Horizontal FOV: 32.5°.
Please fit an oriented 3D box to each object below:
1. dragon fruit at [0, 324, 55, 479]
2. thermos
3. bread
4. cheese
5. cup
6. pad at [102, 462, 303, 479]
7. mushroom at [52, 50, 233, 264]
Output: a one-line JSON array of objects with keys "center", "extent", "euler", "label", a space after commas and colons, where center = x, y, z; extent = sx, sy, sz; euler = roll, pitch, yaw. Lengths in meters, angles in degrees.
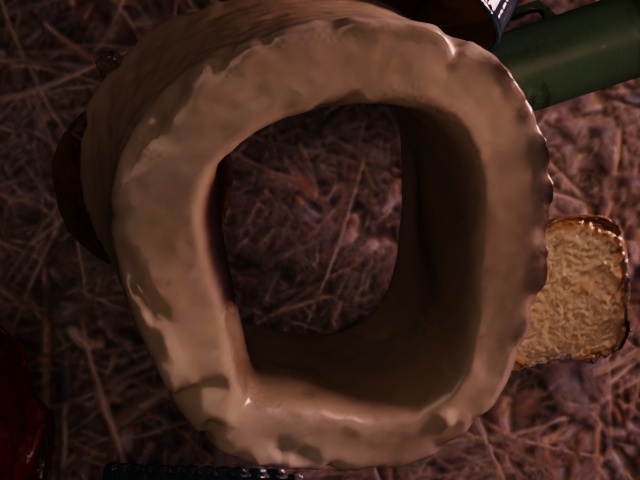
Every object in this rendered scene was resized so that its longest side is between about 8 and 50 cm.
[{"center": [-0.304, 0.125, 0.751], "extent": [0.234, 0.234, 0.293], "euler": [-23, 111, -3], "label": "dragon fruit"}, {"center": [0.180, -0.145, 0.857], "extent": [0.188, 0.073, 0.083], "euler": [-19, 103, -4], "label": "thermos"}, {"center": [0.184, 0.042, 0.890], "extent": [0.129, 0.044, 0.126], "euler": [-11, 103, -7], "label": "bread"}, {"center": [-0.003, 0.000, 0.767], "extent": [0.292, 0.153, 0.332], "euler": [-14, 113, -14], "label": "cheese"}, {"center": [0.095, -0.234, 0.812], "extent": [0.150, 0.113, 0.138], "euler": [30, 76, -2], "label": "cup"}, {"center": [-0.073, 0.290, 0.777], "extent": [0.012, 0.269, 0.269], "euler": [-8, 85, -39], "label": "pad"}, {"center": [-0.137, -0.059, 0.831], "extent": [0.135, 0.080, 0.170], "euler": [-19, 99, -14], "label": "mushroom"}]
